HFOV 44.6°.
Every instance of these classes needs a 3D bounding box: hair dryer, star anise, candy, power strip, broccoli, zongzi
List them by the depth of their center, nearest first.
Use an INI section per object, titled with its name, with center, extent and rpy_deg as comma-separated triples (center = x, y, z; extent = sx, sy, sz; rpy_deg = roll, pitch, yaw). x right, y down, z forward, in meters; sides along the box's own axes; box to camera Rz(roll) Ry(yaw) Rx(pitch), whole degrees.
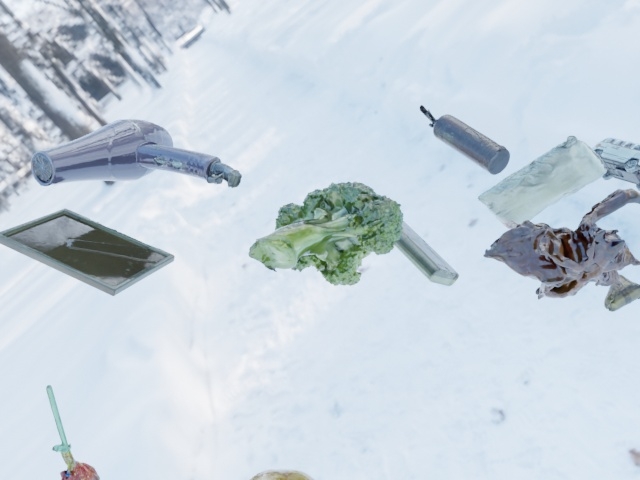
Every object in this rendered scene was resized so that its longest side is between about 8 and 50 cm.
[candy]
center = -0.358, 0.290, 1.105
extent = 0.061, 0.200, 0.060
rpy_deg = -8, 22, 3
[star anise]
center = 0.466, 0.012, 1.356
extent = 0.347, 0.237, 0.148
rpy_deg = -18, 63, -6
[broccoli]
center = 0.030, 0.005, 1.385
extent = 0.254, 0.186, 0.302
rpy_deg = -15, 19, 7
[hair dryer]
center = -0.300, -0.141, 1.413
extent = 0.361, 0.121, 0.301
rpy_deg = 11, 20, 29
[zongzi]
center = 0.538, 0.089, 1.440
extent = 0.076, 0.040, 0.083
rpy_deg = -24, 40, -15
[power strip]
center = 0.176, -0.001, 1.604
extent = 0.268, 0.092, 0.034
rpy_deg = 47, 111, 34

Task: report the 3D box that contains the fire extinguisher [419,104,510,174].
[fire extinguisher]
center = 0.352, -0.261, 1.958
extent = 0.072, 0.089, 0.268
rpy_deg = -49, 50, 2

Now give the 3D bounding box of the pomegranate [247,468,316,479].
[pomegranate]
center = -0.056, 0.446, 1.147
extent = 0.215, 0.215, 0.215
rpy_deg = -35, 19, 14

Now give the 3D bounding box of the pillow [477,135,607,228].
[pillow]
center = 0.419, -0.105, 1.476
extent = 0.229, 0.128, 0.050
rpy_deg = -36, 36, 34

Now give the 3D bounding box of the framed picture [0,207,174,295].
[framed picture]
center = -0.405, 0.013, 1.356
extent = 0.184, 0.250, 0.016
rpy_deg = -39, -32, -62

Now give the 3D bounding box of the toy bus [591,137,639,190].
[toy bus]
center = 0.711, -0.184, 1.815
extent = 0.089, 0.087, 0.194
rpy_deg = -47, 30, -5
